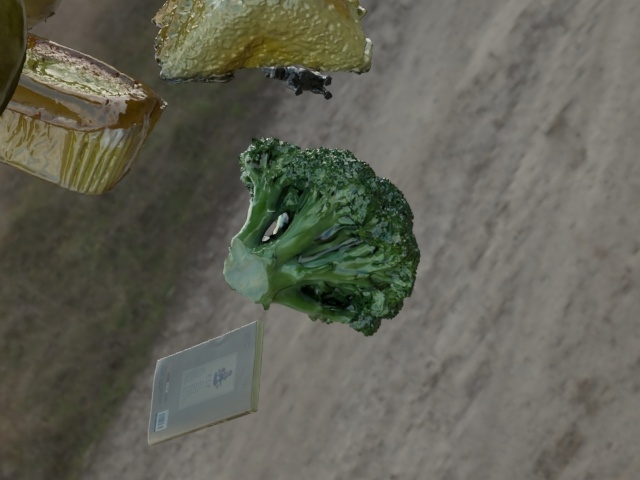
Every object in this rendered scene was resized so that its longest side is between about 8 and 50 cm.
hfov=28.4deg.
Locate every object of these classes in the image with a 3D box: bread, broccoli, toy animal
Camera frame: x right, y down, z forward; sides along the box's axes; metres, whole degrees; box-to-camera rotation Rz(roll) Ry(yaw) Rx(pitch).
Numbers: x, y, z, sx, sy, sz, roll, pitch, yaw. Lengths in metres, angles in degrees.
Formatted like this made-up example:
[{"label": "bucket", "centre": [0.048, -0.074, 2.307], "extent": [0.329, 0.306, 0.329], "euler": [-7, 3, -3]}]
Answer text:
[{"label": "bread", "centre": [-0.069, -0.267, 1.405], "extent": [0.133, 0.252, 0.174], "euler": [88, 178, -46]}, {"label": "broccoli", "centre": [0.000, 0.000, 1.561], "extent": [0.242, 0.261, 0.269], "euler": [-27, -37, -39]}, {"label": "toy animal", "centre": [-0.044, -0.278, 2.156], "extent": [0.065, 0.136, 0.047], "euler": [42, 120, 51]}, {"label": "bread", "centre": [-0.334, -0.163, 1.456], "extent": [0.152, 0.288, 0.119], "euler": [-58, -9, -63]}]

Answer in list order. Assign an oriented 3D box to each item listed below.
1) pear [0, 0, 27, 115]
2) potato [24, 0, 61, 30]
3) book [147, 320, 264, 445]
[{"label": "pear", "centre": [-0.421, -0.173, 1.142], "extent": [0.304, 0.304, 0.304], "euler": [-40, 28, 27]}, {"label": "potato", "centre": [-0.388, -0.383, 1.612], "extent": [0.300, 0.140, 0.172], "euler": [113, 150, -67]}, {"label": "book", "centre": [-0.160, 0.199, 1.752], "extent": [0.199, 0.016, 0.138], "euler": [-22, 49, 33]}]
